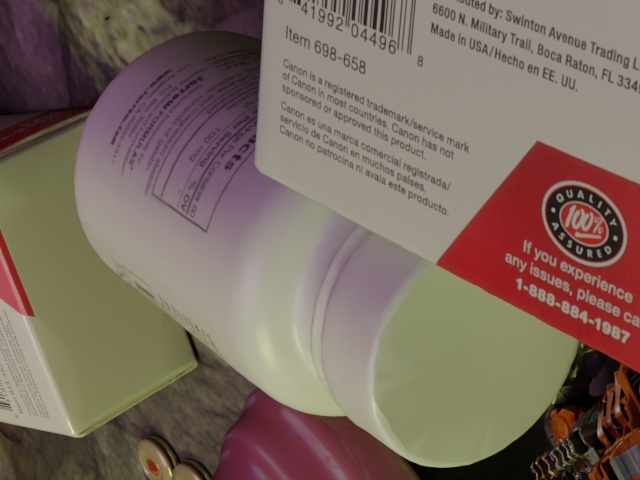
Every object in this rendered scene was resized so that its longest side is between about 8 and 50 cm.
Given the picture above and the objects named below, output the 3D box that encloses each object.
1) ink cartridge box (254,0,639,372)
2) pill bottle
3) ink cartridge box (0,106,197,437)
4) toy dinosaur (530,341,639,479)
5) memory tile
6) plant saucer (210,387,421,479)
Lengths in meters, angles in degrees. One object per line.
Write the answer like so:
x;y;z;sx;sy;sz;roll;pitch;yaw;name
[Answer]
0.089;-0.124;0.529;0.197;0.114;0.273;29;127;38;ink cartridge box
0.000;0.000;0.718;0.229;0.131;0.131;33;139;51;pill bottle
-0.205;0.016;1.053;0.237;0.100;0.172;1;115;51;ink cartridge box
0.158;0.148;0.686;0.218;0.164;0.322;50;166;40;toy dinosaur
-0.079;0.202;1.106;0.113;0.012;0.148;29;135;38;memory tile
0.022;0.230;0.845;0.332;0.084;0.332;58;163;30;plant saucer
